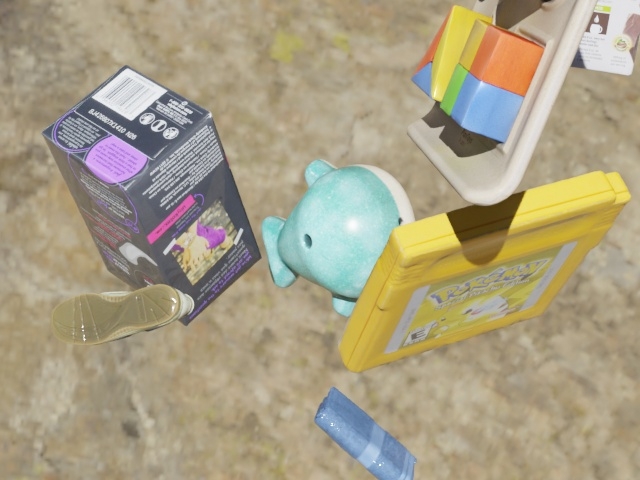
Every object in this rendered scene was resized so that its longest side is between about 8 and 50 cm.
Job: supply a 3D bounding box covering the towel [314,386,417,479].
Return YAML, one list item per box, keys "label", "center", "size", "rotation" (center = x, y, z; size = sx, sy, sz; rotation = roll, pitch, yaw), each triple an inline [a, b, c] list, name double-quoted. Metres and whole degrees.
- label: "towel"
  center: [0.044, 0.204, 1.378]
  size: [0.119, 0.029, 0.067]
  rotation: [42, 19, -4]

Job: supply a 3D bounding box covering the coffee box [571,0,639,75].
- label: "coffee box"
  center: [0.370, -0.380, 1.775]
  size: [0.119, 0.297, 0.168]
  rotation: [8, 18, 5]

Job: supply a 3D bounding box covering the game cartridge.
- label: "game cartridge"
  center: [0.182, 0.040, 1.575]
  size: [0.285, 0.323, 0.052]
  rotation: [-16, 69, -17]

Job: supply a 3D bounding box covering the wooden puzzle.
- label: "wooden puzzle"
  center: [0.181, -0.230, 1.324]
  size: [0.081, 0.347, 0.322]
  rotation: [23, 13, -13]

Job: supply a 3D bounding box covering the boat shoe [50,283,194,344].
- label: "boat shoe"
  center: [-0.208, 0.078, 1.420]
  size: [0.153, 0.048, 0.056]
  rotation: [-15, 77, 19]

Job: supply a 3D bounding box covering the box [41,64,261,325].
- label: "box"
  center: [-0.200, -0.052, 1.668]
  size: [0.165, 0.270, 0.143]
  rotation: [32, 64, 32]

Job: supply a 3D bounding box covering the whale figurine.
- label: "whale figurine"
  center: [0.000, 0.000, 1.812]
  size: [0.141, 0.272, 0.216]
  rotation: [-11, 90, -43]
